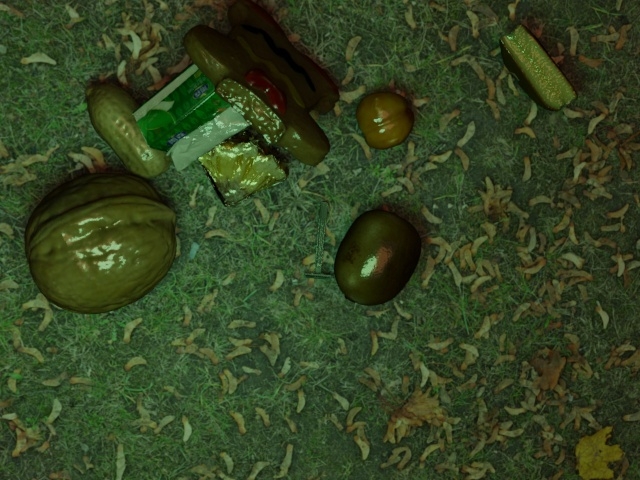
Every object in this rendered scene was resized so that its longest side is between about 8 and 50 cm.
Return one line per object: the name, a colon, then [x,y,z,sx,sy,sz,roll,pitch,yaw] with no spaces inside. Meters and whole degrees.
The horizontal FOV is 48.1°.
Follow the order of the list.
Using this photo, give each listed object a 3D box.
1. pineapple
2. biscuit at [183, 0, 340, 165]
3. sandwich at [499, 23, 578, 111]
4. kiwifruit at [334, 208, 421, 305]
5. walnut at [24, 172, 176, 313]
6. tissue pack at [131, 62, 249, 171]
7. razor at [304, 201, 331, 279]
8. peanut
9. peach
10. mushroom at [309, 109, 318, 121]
pineapple: [-0.192,-0.169,1.669,0.237,0.114,0.186,11,108,-11]
biscuit: [-0.090,-0.350,1.531,0.368,0.394,0.076,44,120,-11]
sandwich: [0.523,-0.422,1.763,0.090,0.088,0.244,-40,106,7]
kiwifruit: [0.132,0.046,1.711,0.196,0.196,0.234,34,87,-12]
walnut: [-0.473,0.002,1.568,0.333,0.333,0.332,-1,98,-9]
tissue pack: [-0.255,-0.259,1.512,0.209,0.148,0.156,-34,71,15]
razor: [0.000,0.000,1.762,0.068,0.037,0.191,4,95,-5]
peanut: [-0.433,-0.250,1.609,0.122,0.137,0.253,-42,99,1]
peach: [0.155,-0.287,1.700,0.138,0.138,0.138,-1,98,-9]
mushroom: [-0.178,-0.312,1.667,0.351,0.095,0.122,1,124,-9]
